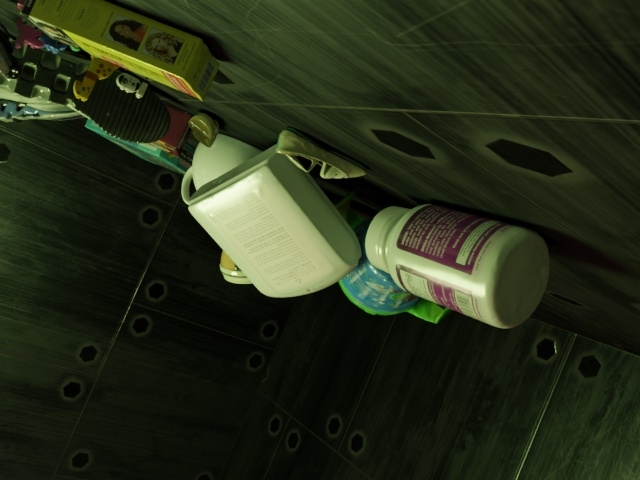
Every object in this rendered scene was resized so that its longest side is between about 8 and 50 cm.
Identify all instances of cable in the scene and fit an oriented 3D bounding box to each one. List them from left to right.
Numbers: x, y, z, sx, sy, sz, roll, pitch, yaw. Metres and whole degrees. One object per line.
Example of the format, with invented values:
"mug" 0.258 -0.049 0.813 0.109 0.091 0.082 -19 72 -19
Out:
"cable" -0.498 -0.336 0.977 0.150 0.047 0.184 54 164 34

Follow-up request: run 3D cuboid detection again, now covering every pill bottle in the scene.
"pill bottle" 0.225 0.029 1.158 0.169 0.169 0.302 26 176 -43

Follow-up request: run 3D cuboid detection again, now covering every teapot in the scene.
"teapot" -0.201 -0.124 1.543 0.253 0.187 0.256 24 178 -7

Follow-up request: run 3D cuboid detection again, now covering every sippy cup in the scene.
"sippy cup" 0.158 0.035 1.443 0.306 0.240 0.224 15 167 -1

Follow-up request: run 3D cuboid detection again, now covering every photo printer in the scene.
"photo printer" -0.082 -0.020 1.342 0.256 0.107 0.307 -24 116 36

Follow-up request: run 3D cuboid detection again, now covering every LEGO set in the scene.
"LEGO set" -0.389 -0.283 1.073 0.227 0.093 0.087 25 177 -26

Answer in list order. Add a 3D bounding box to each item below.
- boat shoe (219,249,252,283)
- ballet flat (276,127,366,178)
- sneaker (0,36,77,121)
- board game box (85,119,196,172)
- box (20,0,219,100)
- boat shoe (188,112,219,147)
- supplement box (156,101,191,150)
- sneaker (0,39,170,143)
"boat shoe" 0.000 0.000 1.642 0.500 0.155 0.187 -5 -167 -12
"ballet flat" -0.001 -0.133 1.125 0.168 0.052 0.057 24 177 -22
"sneaker" -0.620 -0.350 1.423 0.316 0.182 0.127 -6 -172 -17
"board game box" -0.504 -0.286 2.009 0.254 0.079 0.336 23 177 15
"box" -0.249 -0.254 0.840 0.232 0.058 0.087 23 176 7
"boat shoe" -0.227 -0.230 1.335 0.056 0.048 0.153 36 170 1
"supplement box" -0.346 -0.248 1.464 0.104 0.080 0.188 24 177 -10
"sneaker" -0.443 -0.297 1.267 0.331 0.122 0.146 24 -165 -25
